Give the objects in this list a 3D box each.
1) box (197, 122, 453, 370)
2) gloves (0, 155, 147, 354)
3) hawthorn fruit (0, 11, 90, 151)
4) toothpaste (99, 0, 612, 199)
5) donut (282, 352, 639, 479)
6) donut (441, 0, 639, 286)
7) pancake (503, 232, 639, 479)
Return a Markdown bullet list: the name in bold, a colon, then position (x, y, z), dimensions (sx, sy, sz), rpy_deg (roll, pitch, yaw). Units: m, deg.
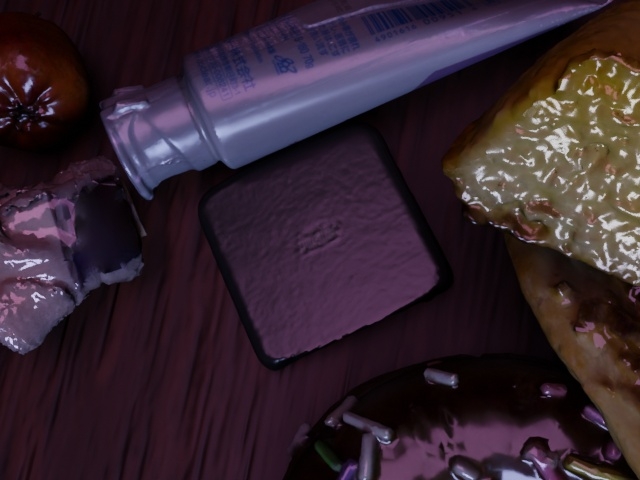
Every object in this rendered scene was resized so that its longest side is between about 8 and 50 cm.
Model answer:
- **box**: position (0.000, 0.000, 0.499), dimensions (0.126, 0.027, 0.125), rpy_deg (-25, 73, 2)
- **gloves**: position (-0.175, 0.004, 0.484), dimensions (0.144, 0.094, 0.110), rpy_deg (-1, 101, -15)
- **hawthorn fruit**: position (-0.188, -0.106, 0.523), dimensions (0.081, 0.081, 0.093), rpy_deg (-21, 46, 2)
- **toothpaste**: position (0.018, -0.114, 0.499), dimensions (0.299, 0.073, 0.114), rpy_deg (-24, 46, -1)
- **donut**: position (0.088, 0.182, 0.407), dimensions (0.270, 0.103, 0.269), rpy_deg (-2, 75, 6)
- **donut**: position (0.191, -0.030, 0.357), dimensions (0.259, 0.101, 0.152), rpy_deg (26, 47, 0)
- **pancake**: position (0.207, 0.015, 0.422), dimensions (0.245, 0.057, 0.266), rpy_deg (-13, 63, -27)
